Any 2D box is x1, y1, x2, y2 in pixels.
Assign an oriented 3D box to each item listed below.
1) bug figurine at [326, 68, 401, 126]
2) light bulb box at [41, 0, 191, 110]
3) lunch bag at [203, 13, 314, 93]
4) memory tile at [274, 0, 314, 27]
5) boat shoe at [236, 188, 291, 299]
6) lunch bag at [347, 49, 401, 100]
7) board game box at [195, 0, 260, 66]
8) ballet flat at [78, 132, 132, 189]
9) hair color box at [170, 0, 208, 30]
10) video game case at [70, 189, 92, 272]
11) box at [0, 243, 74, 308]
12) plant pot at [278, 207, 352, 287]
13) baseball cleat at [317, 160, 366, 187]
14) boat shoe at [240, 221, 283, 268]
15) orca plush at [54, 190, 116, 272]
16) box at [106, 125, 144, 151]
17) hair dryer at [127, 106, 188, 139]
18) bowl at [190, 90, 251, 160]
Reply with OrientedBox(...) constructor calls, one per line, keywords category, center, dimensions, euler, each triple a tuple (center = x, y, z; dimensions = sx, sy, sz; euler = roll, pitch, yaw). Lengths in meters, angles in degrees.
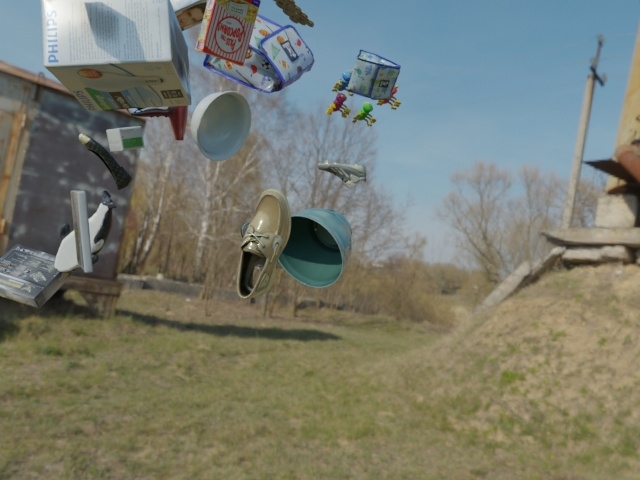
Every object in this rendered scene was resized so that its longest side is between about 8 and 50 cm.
OrientedBox(category="bug figurine", center=(0.144, -0.524, 2.023), dimensions=(0.279, 0.072, 0.216), euler=(10, -34, -29))
OrientedBox(category="light bulb box", center=(-0.620, -0.582, 1.735), dimensions=(0.361, 0.225, 0.358), euler=(-5, -7, -4))
OrientedBox(category="lunch bag", center=(-0.250, -0.811, 2.392), dimensions=(0.385, 0.239, 0.328), euler=(30, 43, 7))
OrientedBox(category="memory tile", center=(-0.092, -0.745, 1.780), dimensions=(0.113, 0.012, 0.148), euler=(29, 0, 38))
OrientedBox(category="boat shoe", center=(-0.157, 0.013, 1.460), dimensions=(0.109, 0.302, 0.098), euler=(19, 13, 16))
OrientedBox(category="lunch bag", center=(0.180, -0.548, 1.848), dimensions=(0.151, 0.096, 0.128), euler=(18, -49, -1))
OrientedBox(category="board game box", center=(-0.264, -0.616, 1.576), dimensions=(0.147, 0.193, 0.045), euler=(4, 19, -46))
OrientedBox(category="ballet flat", center=(-0.555, -0.202, 1.412), dimensions=(0.173, 0.049, 0.057), euler=(52, -15, -28))
OrientedBox(category="hair color box", center=(-0.734, -1.136, 2.754), dimensions=(0.375, 0.113, 0.185), euler=(-23, -6, 4))
OrientedBox(category="video game case", center=(-0.651, -0.030, 1.500), dimensions=(0.023, 0.212, 0.193), euler=(-7, 8, -29))
OrientedBox(category="box", center=(-0.971, 0.115, 1.828), dimensions=(0.231, 0.183, 0.056), euler=(14, -45, 13))
OrientedBox(category="plant pot", center=(0.000, 0.000, 2.029), dimensions=(0.293, 0.293, 0.196), euler=(7, 31, 31))
OrientedBox(category="baseball cleat", center=(0.087, -0.272, 2.280), dimensions=(0.206, 0.109, 0.072), euler=(4, 7, 6))
OrientedBox(category="boat shoe", center=(-0.281, 0.024, 2.598), dimensions=(0.095, 0.112, 0.335), euler=(20, -21, 47))
OrientedBox(category="orca plush", center=(-0.713, -0.023, 1.714), dimensions=(0.151, 0.287, 0.102), euler=(26, 9, 7))
OrientedBox(category="box", center=(-0.767, -0.401, 2.171), dimensions=(0.102, 0.087, 0.101), euler=(6, 18, 41))
OrientedBox(category="hair dryer", center=(-0.680, -0.556, 2.392), dimensions=(0.293, 0.224, 0.080), euler=(50, 10, 0))
OrientedBox(category="bowl", center=(-0.438, -0.492, 2.298), dimensions=(0.134, 0.297, 0.298), euler=(28, 6, 30))
